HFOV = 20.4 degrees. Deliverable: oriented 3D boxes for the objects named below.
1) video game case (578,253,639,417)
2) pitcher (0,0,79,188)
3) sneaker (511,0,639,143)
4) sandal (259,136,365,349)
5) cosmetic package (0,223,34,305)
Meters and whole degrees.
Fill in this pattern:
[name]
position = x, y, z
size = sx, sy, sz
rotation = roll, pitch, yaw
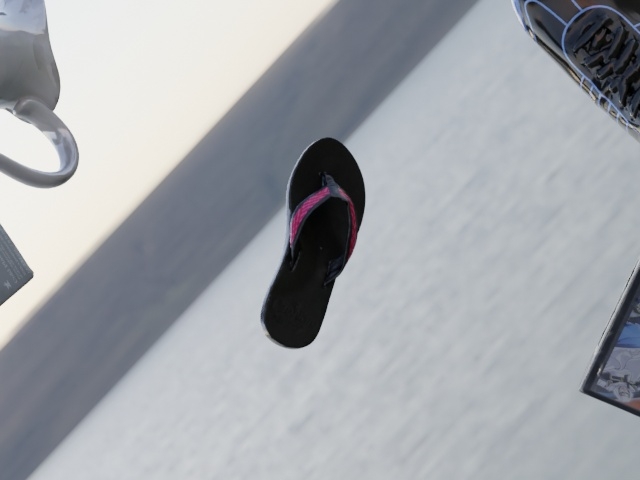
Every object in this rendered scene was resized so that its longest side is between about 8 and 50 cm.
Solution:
[video game case]
position = 0.373, 0.102, 1.457
size = 0.248, 0.274, 0.035
rotation = 103, -169, -54
[pitcher]
position = -0.286, -0.114, 1.351
size = 0.207, 0.178, 0.125
rotation = -8, -26, -49
[sneaker]
position = 0.228, -0.116, 1.239
size = 0.081, 0.232, 0.090
rotation = -50, 5, 17
[sandal]
position = 0.000, 0.000, 1.404
size = 0.040, 0.067, 0.179
rotation = -36, 36, 62
[cosmetic package]
position = -0.395, 0.042, 1.791
size = 0.107, 0.127, 0.238
rotation = -31, 10, 14
